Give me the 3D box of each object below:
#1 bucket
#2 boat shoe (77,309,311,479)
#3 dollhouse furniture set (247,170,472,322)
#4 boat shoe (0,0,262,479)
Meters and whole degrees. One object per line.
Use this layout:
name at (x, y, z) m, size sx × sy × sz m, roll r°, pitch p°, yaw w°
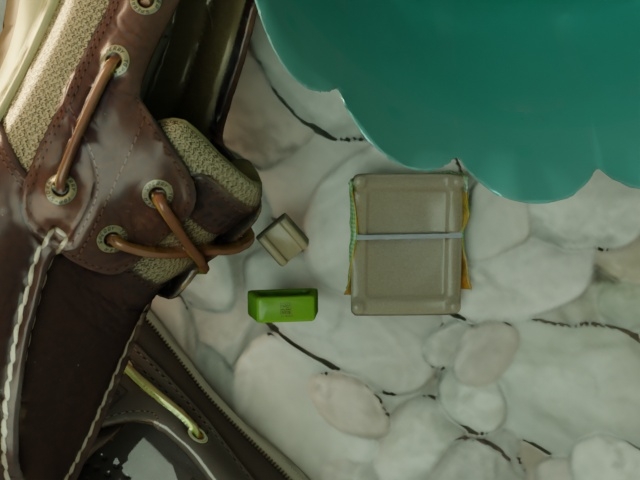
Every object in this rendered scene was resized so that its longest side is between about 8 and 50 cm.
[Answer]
bucket at (0.094, -0.175, 0.648) m, size 0.281 × 0.183 × 0.281 m, roll -1°, pitch 127°, yaw -1°
boat shoe at (-0.113, 0.108, 0.876) m, size 0.324 × 0.097 × 0.116 m, roll 42°, pitch 103°, yaw -1°
dollhouse furniture set at (0.000, 0.000, 0.858) m, size 0.152 × 0.058 × 0.076 m, roll -1°, pitch 100°, yaw -5°
boat shoe at (-0.087, -0.032, 0.767) m, size 0.123 × 0.123 × 0.342 m, roll 13°, pitch 85°, yaw 24°
